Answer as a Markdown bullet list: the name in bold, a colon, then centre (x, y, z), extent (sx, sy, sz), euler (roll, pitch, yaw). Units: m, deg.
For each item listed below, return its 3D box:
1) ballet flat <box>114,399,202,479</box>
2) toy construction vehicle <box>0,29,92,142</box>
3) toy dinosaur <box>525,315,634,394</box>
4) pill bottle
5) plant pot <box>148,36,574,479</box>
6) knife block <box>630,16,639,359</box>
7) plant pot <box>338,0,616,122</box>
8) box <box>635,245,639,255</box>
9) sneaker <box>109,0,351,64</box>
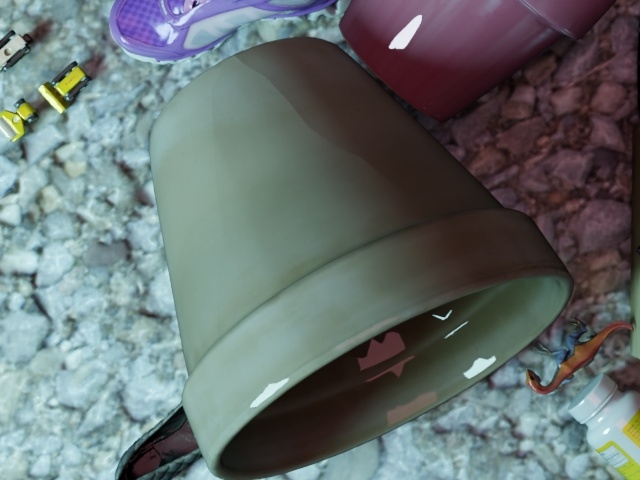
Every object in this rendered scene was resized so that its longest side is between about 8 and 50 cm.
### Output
- **ballet flat**: centre (-0.115, 0.170, 1.150), extent (0.173, 0.049, 0.057), euler (-44, 87, 2)
- **toy construction vehicle**: centre (-0.274, -0.146, 1.184), extent (0.098, 0.035, 0.086), euler (-44, 97, 5)
- **toy dinosaur**: centre (0.217, 0.102, 1.115), extent (0.047, 0.090, 0.082), euler (46, 48, -5)
- **pill bottle**: centre (0.275, 0.172, 1.111), extent (0.116, 0.065, 0.065), euler (43, 92, 4)
- **plant pot**: centre (0.000, 0.000, 1.043), extent (0.323, 0.323, 0.280), euler (-29, 69, 3)
- **knife block**: centre (0.308, -0.062, 1.104), extent (0.276, 0.088, 0.242), euler (-44, 85, 3)
- **plant pot**: centre (0.120, -0.209, 1.082), extent (0.201, 0.201, 0.180), euler (44, 108, 4)
- **box**: centre (0.358, -0.002, 1.039), extent (0.162, 0.029, 0.116), euler (-42, 86, 3)
- **sneaker**: centre (-0.081, -0.228, 1.132), extent (0.237, 0.104, 0.095), euler (-15, 89, 5)
